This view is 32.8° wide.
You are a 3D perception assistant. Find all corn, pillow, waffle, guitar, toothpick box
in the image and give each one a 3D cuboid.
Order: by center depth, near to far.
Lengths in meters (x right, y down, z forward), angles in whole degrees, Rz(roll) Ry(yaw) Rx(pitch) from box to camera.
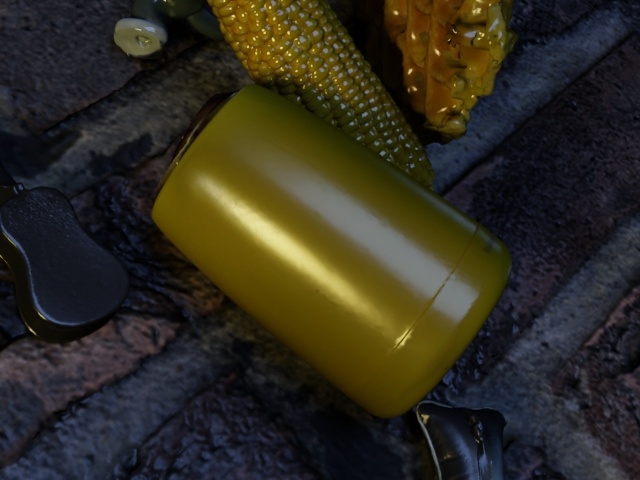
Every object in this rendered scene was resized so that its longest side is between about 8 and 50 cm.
[{"bbox_3d":[-0.248,-0.044,0.853,0.084,0.038,0.271,-28,78,-38],"label":"guitar"},{"bbox_3d":[0.000,0.000,0.875,0.271,0.175,0.175,37,52,0],"label":"toothpick box"},{"bbox_3d":[0.123,0.197,0.900,0.091,0.055,0.135,30,48,-50],"label":"pillow"},{"bbox_3d":[0.001,-0.129,0.950,0.310,0.101,0.101,51,49,-23],"label":"corn"},{"bbox_3d":[0.090,-0.246,0.979,0.068,0.302,0.325,-8,77,-16],"label":"waffle"}]

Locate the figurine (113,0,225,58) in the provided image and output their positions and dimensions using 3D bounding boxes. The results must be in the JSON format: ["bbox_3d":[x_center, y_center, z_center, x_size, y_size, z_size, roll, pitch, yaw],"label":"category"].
[{"bbox_3d":[-0.087,-0.280,1.003,0.140,0.193,0.265,29,69,-44],"label":"figurine"}]
